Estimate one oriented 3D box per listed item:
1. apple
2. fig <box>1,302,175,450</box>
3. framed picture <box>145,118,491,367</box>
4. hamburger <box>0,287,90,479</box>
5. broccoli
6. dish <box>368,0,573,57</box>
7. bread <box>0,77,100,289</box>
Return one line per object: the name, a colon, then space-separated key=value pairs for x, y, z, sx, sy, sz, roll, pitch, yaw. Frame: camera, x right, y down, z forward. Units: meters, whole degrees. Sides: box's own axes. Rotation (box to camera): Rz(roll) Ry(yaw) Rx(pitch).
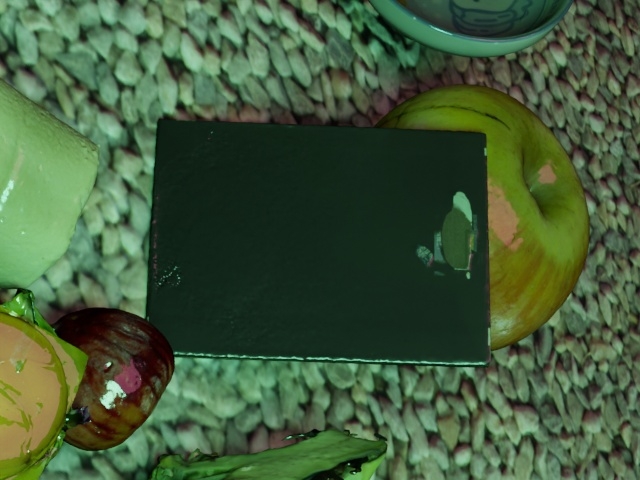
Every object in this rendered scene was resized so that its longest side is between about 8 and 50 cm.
apple: x=0.143 y=-0.020 z=1.812 sx=0.286 sy=0.233 sz=0.286 roll=29 pitch=49 yaw=-40
fig: x=-0.191 y=0.104 z=1.471 sx=0.128 sy=0.128 sz=0.150 roll=-2 pitch=63 yaw=-50
framed picture: x=0.000 y=0.000 z=1.639 sx=0.324 sy=0.013 sz=0.244 roll=3 pitch=68 yaw=-3
hamburger: x=-0.275 y=0.124 z=1.364 sx=0.164 sy=0.093 sz=0.189 roll=43 pitch=59 yaw=-14
broccoli: x=-0.049 y=0.283 z=1.499 sx=0.273 sy=0.242 sz=0.180 roll=-15 pitch=109 yaw=-44
dish: x=0.150 y=-0.302 z=2.014 sx=0.273 sy=0.134 sz=0.273 roll=8 pitch=56 yaw=-13
bread: x=-0.270 y=-0.050 z=1.414 sx=0.141 sy=0.134 sz=0.148 roll=37 pitch=77 yaw=-36
